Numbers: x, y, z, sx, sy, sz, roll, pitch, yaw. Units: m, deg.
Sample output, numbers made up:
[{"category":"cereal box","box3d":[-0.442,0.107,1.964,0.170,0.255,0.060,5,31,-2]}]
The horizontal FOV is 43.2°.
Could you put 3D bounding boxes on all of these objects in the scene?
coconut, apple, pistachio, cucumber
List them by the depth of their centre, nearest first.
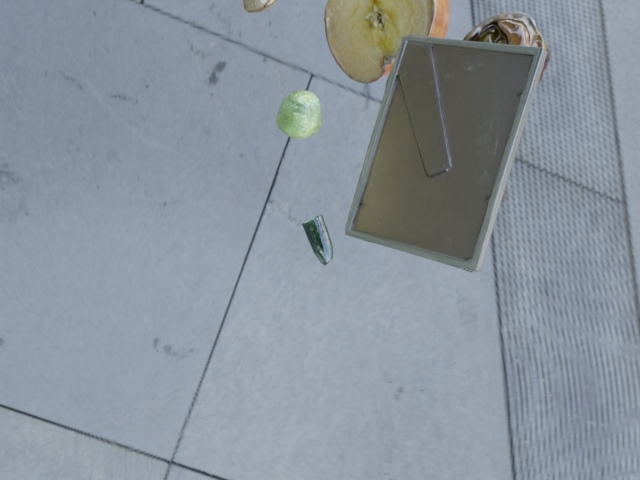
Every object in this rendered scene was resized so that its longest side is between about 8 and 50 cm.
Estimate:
[{"category":"pistachio","box3d":[0.283,-0.265,1.290,0.165,0.210,0.130,6,48,-13]},{"category":"coconut","box3d":[-0.038,-0.225,1.483,0.088,0.096,0.088,7,40,-6]},{"category":"cucumber","box3d":[0.000,0.000,1.664,0.048,0.048,0.105,-20,84,-16]},{"category":"apple","box3d":[0.170,-0.487,1.775,0.163,0.293,0.251,-14,89,-47]}]

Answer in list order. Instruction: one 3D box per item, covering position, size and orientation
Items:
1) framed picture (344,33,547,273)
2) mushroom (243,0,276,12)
[{"category":"framed picture","box3d":[0.136,-0.107,0.930,0.023,0.189,0.260,19,87,-52]},{"category":"mushroom","box3d":[-0.171,-0.534,1.512,0.247,0.096,0.108,52,46,-40]}]
